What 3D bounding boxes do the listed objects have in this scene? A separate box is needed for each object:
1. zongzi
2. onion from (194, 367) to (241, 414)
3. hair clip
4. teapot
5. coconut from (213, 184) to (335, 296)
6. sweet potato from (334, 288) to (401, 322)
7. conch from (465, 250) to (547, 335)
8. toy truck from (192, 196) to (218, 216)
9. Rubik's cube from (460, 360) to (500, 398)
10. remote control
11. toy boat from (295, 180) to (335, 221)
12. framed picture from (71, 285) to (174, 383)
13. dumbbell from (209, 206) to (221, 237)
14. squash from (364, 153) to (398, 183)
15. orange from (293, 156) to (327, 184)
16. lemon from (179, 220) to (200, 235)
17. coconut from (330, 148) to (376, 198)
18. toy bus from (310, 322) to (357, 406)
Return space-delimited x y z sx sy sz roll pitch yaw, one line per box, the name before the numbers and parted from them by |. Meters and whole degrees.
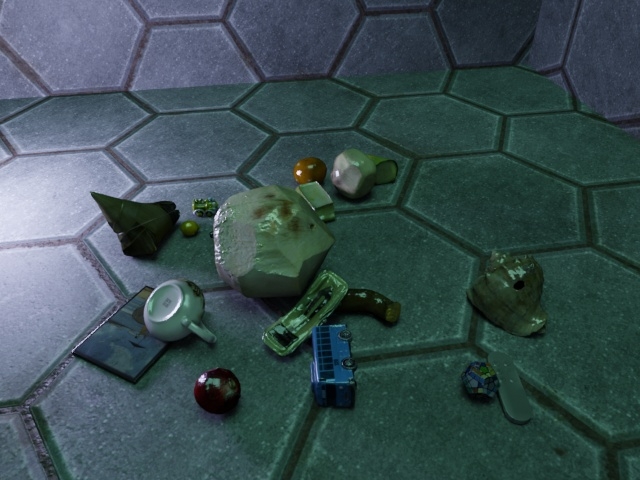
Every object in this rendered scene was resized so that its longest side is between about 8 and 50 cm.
zongzi | -0.707 -0.131 2.015 0.154 0.317 0.289 -16 30 23
onion | -0.283 0.416 1.448 0.131 0.131 0.131 0 37 0
hair clip | -0.039 0.243 1.675 0.138 0.091 0.321 37 70 26
teapot | -0.452 0.229 1.659 0.204 0.139 0.298 -46 55 -11
coconut | -0.153 0.003 1.781 0.415 0.415 0.344 0 5 0
sweet potato | 0.125 0.210 1.740 0.286 0.085 0.112 6 42 8
conch | 0.631 0.159 1.745 0.263 0.186 0.324 -21 38 2
toy truck | -0.489 -0.150 2.222 0.111 0.077 0.076 -4 38 -5
Rubik's cube | 0.455 0.397 1.487 0.111 0.111 0.093 -18 13 -22
remote control | 0.545 0.421 1.514 0.077 0.022 0.245 -2 37 1
toy boat | -0.028 -0.179 2.255 0.111 0.084 0.276 -17 41 -17
framed picture | -0.583 0.292 1.695 0.265 0.016 0.347 18 42 21
dumbbell | -0.248 -0.079 2.041 0.388 0.185 0.185 -19 41 -23
squash | 0.211 -0.353 2.460 0.287 0.137 0.137 25 44 37
orange | -0.048 -0.313 2.400 0.156 0.124 0.156 -12 29 7
lemon | -0.526 -0.050 2.105 0.083 0.062 0.062 -4 35 -27
coconut | 0.139 -0.298 2.316 0.224 0.224 0.224 0 37 0
toy bus | 0.036 0.363 1.519 0.133 0.116 0.234 -2 35 -2
